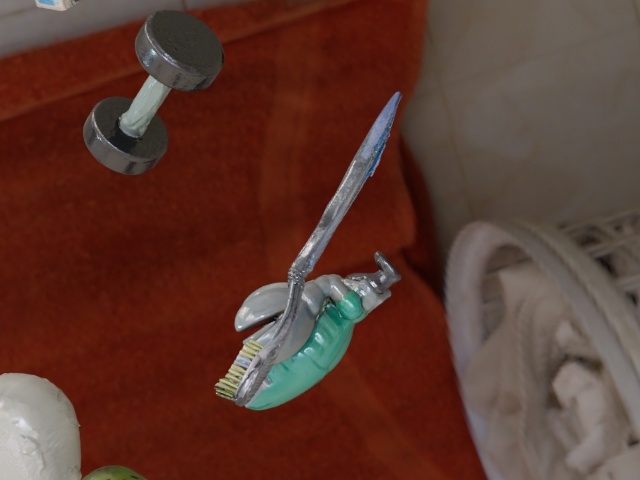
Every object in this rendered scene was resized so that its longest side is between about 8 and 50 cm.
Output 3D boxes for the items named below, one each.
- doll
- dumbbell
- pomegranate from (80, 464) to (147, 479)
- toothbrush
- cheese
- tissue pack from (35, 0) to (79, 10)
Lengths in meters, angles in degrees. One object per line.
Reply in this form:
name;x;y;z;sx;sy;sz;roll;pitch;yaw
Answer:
doll;-0.025;0.106;1.718;0.153;0.258;0.195;49;153;7
dumbbell;-0.192;-0.167;1.495;0.191;0.100;0.100;-48;56;42
pomegranate;-0.211;0.308;1.430;0.142;0.114;0.114;25;-158;-37
toothbrush;0.000;0.000;1.431;0.042;0.413;0.035;24;158;15
cheese;-0.468;0.303;2.042;0.154;0.198;0.189;-44;-46;-65
tissue pack;-0.432;-0.425;2.108;0.074;0.059;0.094;14;133;29
